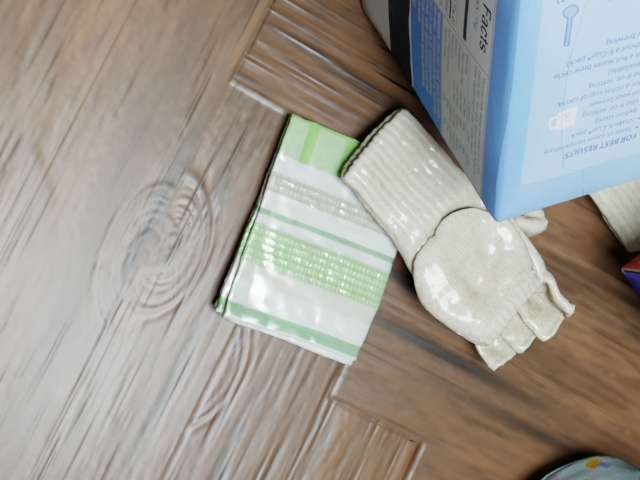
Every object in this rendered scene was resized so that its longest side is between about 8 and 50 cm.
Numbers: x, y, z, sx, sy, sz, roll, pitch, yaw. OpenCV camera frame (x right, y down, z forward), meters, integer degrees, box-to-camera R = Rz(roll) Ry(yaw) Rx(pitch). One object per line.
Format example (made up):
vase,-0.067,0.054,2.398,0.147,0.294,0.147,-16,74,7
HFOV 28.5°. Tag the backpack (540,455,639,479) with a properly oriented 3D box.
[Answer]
backpack,0.219,0.258,0.912,0.165,0.144,0.188,-31,99,-9

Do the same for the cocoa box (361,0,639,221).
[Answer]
cocoa box,0.223,-0.203,0.780,0.347,0.228,0.231,-17,142,-11

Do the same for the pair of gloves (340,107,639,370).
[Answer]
pair of gloves,0.152,-0.040,0.915,0.240,0.042,0.204,-39,104,-18

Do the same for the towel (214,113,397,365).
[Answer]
towel,0.000,0.000,0.889,0.113,0.023,0.152,22,83,-21

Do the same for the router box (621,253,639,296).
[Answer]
router box,0.432,0.067,0.885,0.301,0.082,0.335,-35,94,-5
